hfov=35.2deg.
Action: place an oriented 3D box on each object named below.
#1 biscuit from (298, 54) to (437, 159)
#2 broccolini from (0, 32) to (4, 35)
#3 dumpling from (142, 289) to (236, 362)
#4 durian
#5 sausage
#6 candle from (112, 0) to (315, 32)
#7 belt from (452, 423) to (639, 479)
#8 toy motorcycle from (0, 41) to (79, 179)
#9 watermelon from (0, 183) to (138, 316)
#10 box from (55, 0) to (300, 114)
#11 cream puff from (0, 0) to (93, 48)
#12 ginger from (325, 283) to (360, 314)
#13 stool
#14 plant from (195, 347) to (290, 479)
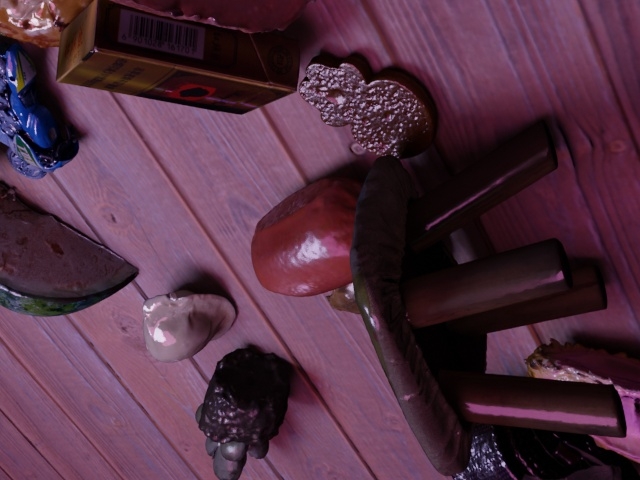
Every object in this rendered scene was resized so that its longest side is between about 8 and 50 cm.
[{"bbox_3d":[0.060,-0.164,1.212,0.175,0.026,0.124,29,138,2],"label":"biscuit"},{"bbox_3d":[-0.438,-0.287,1.376,0.194,0.052,0.054,4,137,28],"label":"broccolini"},{"bbox_3d":[-0.211,0.134,1.631,0.155,0.181,0.111,-14,89,6],"label":"dumpling"},{"bbox_3d":[0.435,0.211,1.306,0.341,0.112,0.191,9,145,36],"label":"durian"},{"bbox_3d":[0.000,0.000,1.328,0.254,0.148,0.148,-23,116,43],"label":"sausage"},{"bbox_3d":[-0.149,-0.331,0.985,0.131,0.287,0.317,20,147,46],"label":"candle"},{"bbox_3d":[0.327,0.322,1.423,0.289,0.184,0.164,35,135,-13],"label":"belt"},{"bbox_3d":[-0.424,-0.177,1.445,0.136,0.092,0.254,12,140,21],"label":"toy motorcycle"},{"bbox_3d":[-0.467,0.037,1.663,0.305,0.180,0.224,29,-176,-3],"label":"watermelon"},{"bbox_3d":[-0.164,-0.204,1.150,0.240,0.071,0.159,7,170,-29],"label":"box"},{"bbox_3d":[-0.312,-0.328,1.161,0.240,0.163,0.240,10,154,5],"label":"cream puff"},{"bbox_3d":[0.086,0.054,1.391,0.133,0.059,0.214,25,141,0],"label":"ginger"},{"bbox_3d":[0.192,0.059,1.142,0.226,0.310,0.310,-15,123,19],"label":"stool"},{"bbox_3d":[-0.142,0.308,1.719,0.149,0.146,0.274,25,140,4],"label":"plant"}]
